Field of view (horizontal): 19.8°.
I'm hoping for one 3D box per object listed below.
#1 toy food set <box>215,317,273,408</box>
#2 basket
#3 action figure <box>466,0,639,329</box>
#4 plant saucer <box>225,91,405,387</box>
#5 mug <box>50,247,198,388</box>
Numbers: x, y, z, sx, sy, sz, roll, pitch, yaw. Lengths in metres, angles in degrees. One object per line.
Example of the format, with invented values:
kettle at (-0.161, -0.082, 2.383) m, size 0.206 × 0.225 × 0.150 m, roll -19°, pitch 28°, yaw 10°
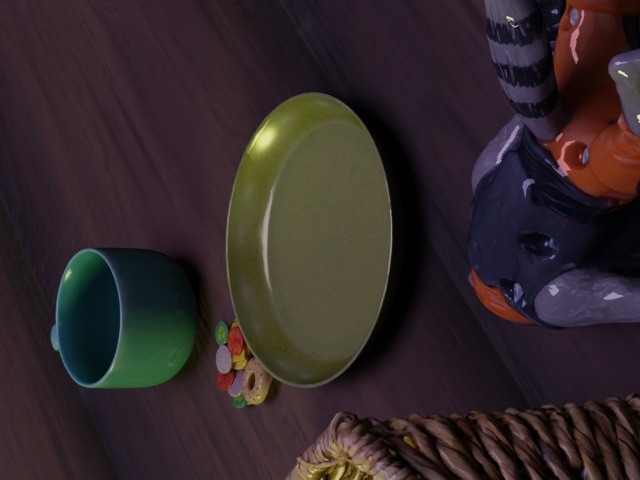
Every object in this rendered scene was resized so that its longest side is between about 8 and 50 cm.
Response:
toy food set at (-0.067, 0.105, 1.608) m, size 0.082 × 0.020 × 0.083 m, roll -13°, pitch 78°, yaw 54°
basket at (0.084, 0.251, 1.162) m, size 0.299 × 0.223 × 0.213 m, roll 124°, pitch 138°, yaw -54°
action figure at (0.144, -0.083, 1.161) m, size 0.330 × 0.178 × 0.341 m, roll 96°, pitch 156°, yaw -45°
plant saucer at (0.000, 0.000, 1.505) m, size 0.241 × 0.037 × 0.241 m, roll -3°, pitch 86°, yaw 56°
mug at (-0.180, 0.067, 1.705) m, size 0.157 × 0.097 × 0.129 m, roll 31°, pitch 114°, yaw 52°
